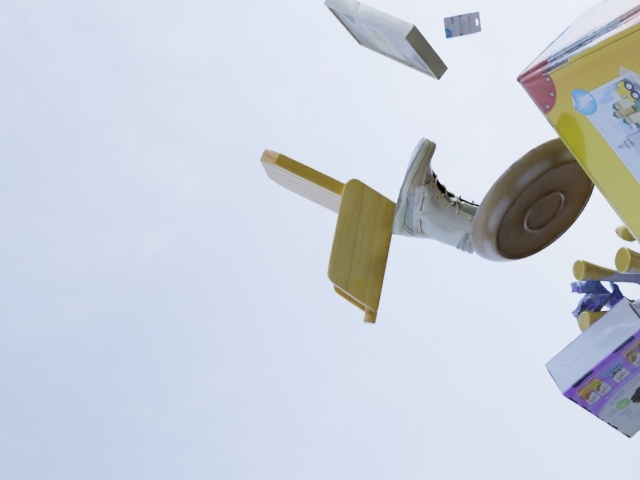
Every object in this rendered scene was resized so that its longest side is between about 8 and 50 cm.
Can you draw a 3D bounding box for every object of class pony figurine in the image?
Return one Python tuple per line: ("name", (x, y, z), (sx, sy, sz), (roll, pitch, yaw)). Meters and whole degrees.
("pony figurine", (0.664, 0.083, 1.793), (0.364, 0.302, 0.351), (-5, -41, -18))

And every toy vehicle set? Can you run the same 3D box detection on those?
("toy vehicle set", (0.141, -0.447, 2.035), (0.035, 0.267, 0.166), (-54, -40, -2))

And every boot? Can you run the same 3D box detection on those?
("boot", (0.221, -0.074, 1.625), (0.077, 0.165, 0.213), (-65, -11, -46))

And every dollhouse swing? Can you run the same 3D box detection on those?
("dollhouse swing", (0.000, 0.000, 2.027), (0.347, 0.305, 0.315), (74, -153, -84))

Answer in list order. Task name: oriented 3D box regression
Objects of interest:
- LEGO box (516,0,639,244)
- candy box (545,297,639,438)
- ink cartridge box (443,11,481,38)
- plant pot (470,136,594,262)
("LEGO box", (0.557, -0.117, 1.206), (0.193, 0.372, 0.500), (-43, -79, -23))
("candy box", (0.477, 0.203, 1.452), (0.196, 0.165, 0.070), (34, -159, -32))
("ink cartridge box", (0.324, -0.488, 2.118), (0.028, 0.083, 0.048), (-22, -75, -66))
("plant pot", (0.331, -0.052, 1.410), (0.236, 0.032, 0.236), (-24, -39, -21))
